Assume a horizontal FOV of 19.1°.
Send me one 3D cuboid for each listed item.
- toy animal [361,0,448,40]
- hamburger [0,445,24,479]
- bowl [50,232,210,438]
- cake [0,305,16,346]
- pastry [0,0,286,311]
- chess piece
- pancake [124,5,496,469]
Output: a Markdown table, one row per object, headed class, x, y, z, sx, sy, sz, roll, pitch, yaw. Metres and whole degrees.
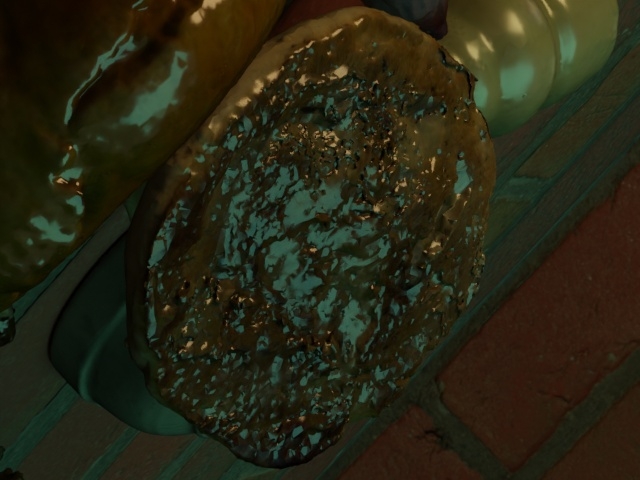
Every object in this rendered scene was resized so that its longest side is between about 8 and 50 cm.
| class | x | y | z | sx | sy | sz | roll | pitch | yaw |
| --- | --- | --- | --- | --- | --- | --- | --- | --- | --- |
| toy animal | 0.047 | -0.244 | 1.403 | 0.324 | 0.090 | 0.195 | -9 | 108 | -55 |
| hamburger | -0.386 | 0.325 | 1.733 | 0.314 | 0.170 | 0.290 | -53 | 167 | 27 |
| bowl | -0.096 | 0.075 | 1.813 | 0.307 | 0.163 | 0.307 | -36 | 164 | -12 |
| cake | -0.342 | 0.025 | 1.306 | 0.246 | 0.135 | 0.112 | -12 | 147 | -3 |
| pastry | -0.152 | -0.097 | 1.125 | 0.356 | 0.164 | 0.356 | -47 | -177 | 3 |
| chess piece | 0.056 | -0.117 | 1.601 | 0.442 | 0.234 | 0.234 | -37 | 163 | -37 |
| pancake | 0.001 | 0.001 | 1.348 | 0.356 | 0.065 | 0.356 | -23 | 127 | -33 |
